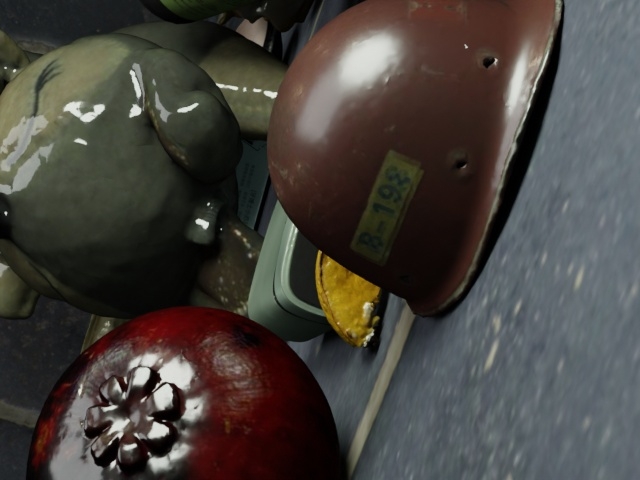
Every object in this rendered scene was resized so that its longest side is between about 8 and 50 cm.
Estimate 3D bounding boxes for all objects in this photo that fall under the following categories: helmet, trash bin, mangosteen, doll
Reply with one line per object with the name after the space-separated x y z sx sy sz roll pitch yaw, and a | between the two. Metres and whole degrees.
0.033 -0.058 0.680 0.175 0.106 0.155 122 162 -44 | helmet
0.000 0.000 0.895 0.130 0.059 0.116 139 148 -74 | trash bin
-0.068 0.133 0.787 0.200 0.200 0.200 -163 90 -80 | mangosteen
-0.147 -0.097 1.167 0.378 0.382 0.252 -48 -43 -33 | doll

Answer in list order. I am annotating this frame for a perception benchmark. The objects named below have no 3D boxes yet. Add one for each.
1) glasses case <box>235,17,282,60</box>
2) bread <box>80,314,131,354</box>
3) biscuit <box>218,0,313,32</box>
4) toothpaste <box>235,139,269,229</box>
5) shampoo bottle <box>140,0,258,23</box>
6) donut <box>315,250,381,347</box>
-0.111 -0.127 1.696 0.122 0.075 0.314 -91 20 -53 | glasses case
-0.136 0.095 1.252 0.148 0.141 0.134 -100 27 -68 | bread
-0.020 -0.333 1.377 0.268 0.115 0.366 -64 11 11 | biscuit
-0.107 -0.002 1.478 0.089 0.071 0.312 137 148 -76 | toothpaste
-0.025 -0.247 1.115 0.284 0.101 0.101 -10 57 40 | shampoo bottle
0.026 0.017 0.807 0.038 0.067 0.083 156 99 -69 | donut
